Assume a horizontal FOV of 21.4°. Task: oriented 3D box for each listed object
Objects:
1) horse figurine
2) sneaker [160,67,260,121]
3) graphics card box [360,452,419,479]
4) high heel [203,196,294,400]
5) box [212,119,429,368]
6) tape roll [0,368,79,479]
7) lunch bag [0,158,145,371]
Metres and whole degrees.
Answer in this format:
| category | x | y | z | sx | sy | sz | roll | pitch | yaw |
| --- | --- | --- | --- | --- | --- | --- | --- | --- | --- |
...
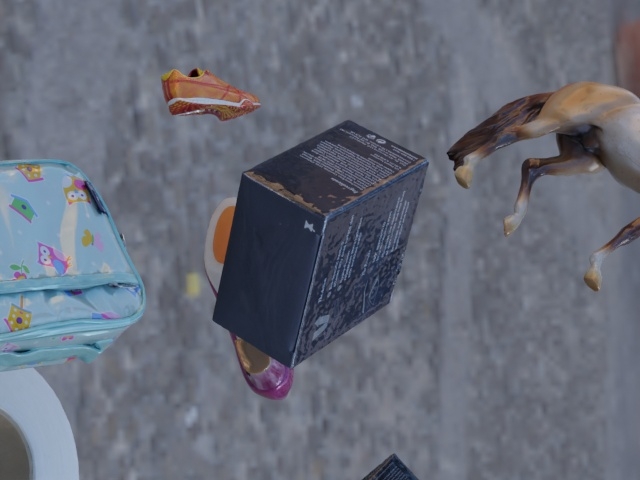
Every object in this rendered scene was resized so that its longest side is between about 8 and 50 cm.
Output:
| category | x | y | z | sx | sy | sz | roll | pitch | yaw |
| --- | --- | --- | --- | --- | --- | --- | --- | --- | --- |
| horse figurine | 0.215 | -0.050 | 1.237 | 0.174 | 0.263 | 0.066 | -42 | 144 | -24 |
| sneaker | -0.143 | -0.201 | 2.287 | 0.175 | 0.064 | 0.067 | 6 | 65 | -53 |
| graphics card box | 0.118 | 0.408 | 1.609 | 0.371 | 0.094 | 0.233 | 47 | 40 | 4 |
| high heel | -0.079 | 0.071 | 2.036 | 0.117 | 0.082 | 0.244 | 62 | 9 | -64 |
| box | 0.000 | 0.000 | 1.450 | 0.158 | 0.093 | 0.156 | -31 | 142 | -48 |
| tape roll | -0.403 | 0.256 | 1.857 | 0.286 | 0.100 | 0.286 | 19 | 65 | -47 |
| lunch bag | -0.320 | 0.029 | 1.763 | 0.279 | 0.108 | 0.224 | -7 | 59 | -46 |
